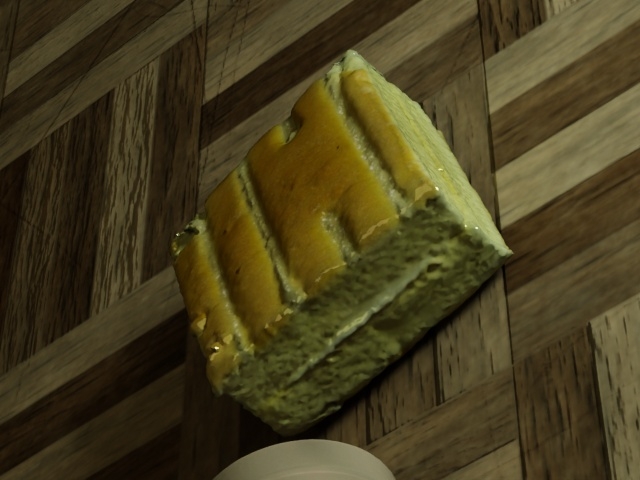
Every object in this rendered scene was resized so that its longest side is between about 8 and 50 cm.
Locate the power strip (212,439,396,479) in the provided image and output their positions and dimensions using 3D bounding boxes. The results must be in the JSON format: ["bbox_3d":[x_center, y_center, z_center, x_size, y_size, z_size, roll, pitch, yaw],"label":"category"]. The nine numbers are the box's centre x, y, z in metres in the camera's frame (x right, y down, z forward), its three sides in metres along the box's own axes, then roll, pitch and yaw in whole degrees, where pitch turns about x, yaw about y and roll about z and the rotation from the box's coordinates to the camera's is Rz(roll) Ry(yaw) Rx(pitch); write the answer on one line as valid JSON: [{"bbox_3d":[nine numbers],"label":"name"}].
[{"bbox_3d":[-0.011,0.211,1.313,0.154,0.154,0.078,-40,36,17],"label":"power strip"}]

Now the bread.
[{"bbox_3d":[0.000,0.000,1.543,0.239,0.111,0.246,-42,33,13],"label":"bread"}]
